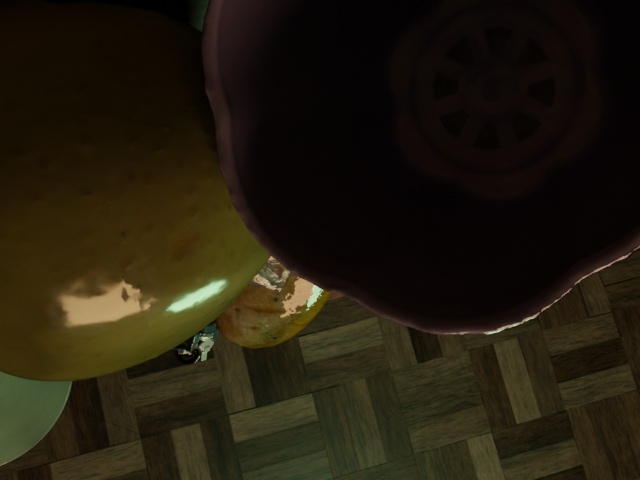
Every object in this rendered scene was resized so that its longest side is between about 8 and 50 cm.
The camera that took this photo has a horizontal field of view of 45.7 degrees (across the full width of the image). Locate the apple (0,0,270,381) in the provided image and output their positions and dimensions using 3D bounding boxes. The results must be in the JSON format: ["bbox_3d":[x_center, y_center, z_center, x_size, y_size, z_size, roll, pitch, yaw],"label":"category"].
[{"bbox_3d":[-0.155,-0.035,0.521,0.279,0.279,0.279,-14,170,-2],"label":"apple"}]

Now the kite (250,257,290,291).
[{"bbox_3d":[-0.040,-0.033,0.936,0.127,0.016,0.229,33,112,-27],"label":"kite"}]

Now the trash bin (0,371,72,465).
[{"bbox_3d":[-0.494,0.159,0.979,0.280,0.281,0.432,-13,167,-9],"label":"trash bin"}]

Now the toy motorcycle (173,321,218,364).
[{"bbox_3d":[-0.290,0.137,1.460,0.150,0.221,0.102,-64,158,11],"label":"toy motorcycle"}]

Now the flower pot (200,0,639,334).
[{"bbox_3d":[0.093,-0.093,0.486,0.265,0.265,0.243,-18,180,20],"label":"flower pot"}]

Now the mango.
[{"bbox_3d":[-0.061,0.028,1.084,0.176,0.176,0.329,17,135,-25],"label":"mango"}]
